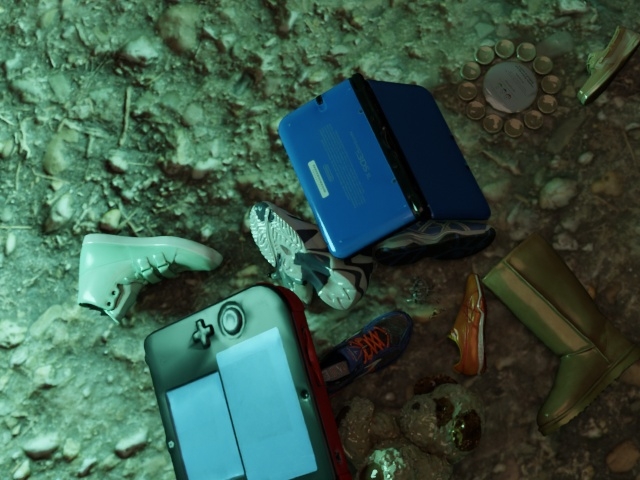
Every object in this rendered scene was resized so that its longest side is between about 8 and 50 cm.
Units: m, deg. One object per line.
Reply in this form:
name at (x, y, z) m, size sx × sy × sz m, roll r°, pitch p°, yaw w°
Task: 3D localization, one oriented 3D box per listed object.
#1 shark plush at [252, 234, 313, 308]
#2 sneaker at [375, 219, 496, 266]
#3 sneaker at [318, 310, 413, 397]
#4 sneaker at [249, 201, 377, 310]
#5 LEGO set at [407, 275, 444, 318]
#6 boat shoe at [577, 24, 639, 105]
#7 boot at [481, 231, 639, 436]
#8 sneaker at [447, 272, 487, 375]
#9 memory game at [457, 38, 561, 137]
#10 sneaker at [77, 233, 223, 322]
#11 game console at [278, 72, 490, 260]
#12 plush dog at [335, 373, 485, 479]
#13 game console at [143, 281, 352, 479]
shark plush at (-0.069, 0.049, 1.934) m, size 0.161 × 0.073 × 0.067 m, roll 44°, pitch 115°, yaw 6°
sneaker at (0.195, -0.014, 1.913) m, size 0.211 × 0.080 × 0.081 m, roll -4°, pitch 58°, yaw -6°
sneaker at (0.064, 0.194, 1.873) m, size 0.221 × 0.087 × 0.083 m, roll -37°, pitch 79°, yaw -4°
sneaker at (0.000, 0.000, 1.900) m, size 0.235 × 0.153 × 0.094 m, roll 35°, pitch 126°, yaw 10°
LEGO set at (0.180, 0.093, 1.919) m, size 0.083 × 0.023 × 0.054 m, roll 38°, pitch 83°, yaw 11°
boat shoe at (0.496, -0.310, 1.971) m, size 0.059 × 0.063 × 0.170 m, roll 38°, pitch 73°, yaw 13°
boot at (0.368, 0.156, 1.865) m, size 0.236 × 0.089 × 0.269 m, roll -39°, pitch 79°, yaw -18°
sneaker at (0.247, 0.139, 1.887) m, size 0.067 × 0.064 × 0.175 m, roll 1°, pitch 75°, yaw 14°
memory game at (0.336, -0.272, 1.995) m, size 0.186 × 0.012 × 0.186 m, roll -1°, pitch 77°, yaw 4°
sneaker at (-0.294, 0.073, 1.919) m, size 0.255 × 0.094 × 0.151 m, roll 2°, pitch 72°, yaw 14°
game console at (0.107, -0.120, 1.906) m, size 0.250 × 0.173 × 0.293 m, roll -29°, pitch 64°, yaw 13°
plush dog at (0.170, 0.326, 1.791) m, size 0.225 × 0.262 × 0.210 m, roll -45°, pitch 112°, yaw 4°
game console at (-0.128, 0.288, 1.800) m, size 0.342 × 0.060 × 0.387 m, roll -24°, pitch 74°, yaw 31°
